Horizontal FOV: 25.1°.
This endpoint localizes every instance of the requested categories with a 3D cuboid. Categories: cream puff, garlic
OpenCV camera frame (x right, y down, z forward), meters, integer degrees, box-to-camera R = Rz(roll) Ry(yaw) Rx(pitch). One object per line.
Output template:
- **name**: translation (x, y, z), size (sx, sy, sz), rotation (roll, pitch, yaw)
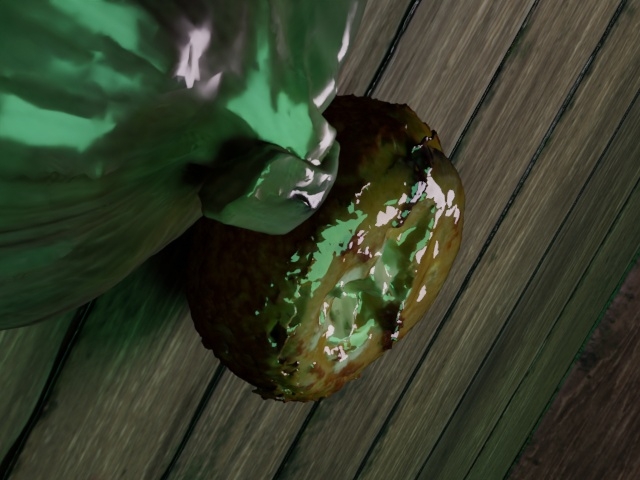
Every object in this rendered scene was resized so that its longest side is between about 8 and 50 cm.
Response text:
- **cream puff**: translation (0.000, -0.001, 1.052), size (0.240, 0.164, 0.240), rotation (-27, 139, -27)
- **garlic**: translation (-0.121, -0.100, 0.613), size (0.322, 0.241, 0.322), rotation (-21, 124, -34)
